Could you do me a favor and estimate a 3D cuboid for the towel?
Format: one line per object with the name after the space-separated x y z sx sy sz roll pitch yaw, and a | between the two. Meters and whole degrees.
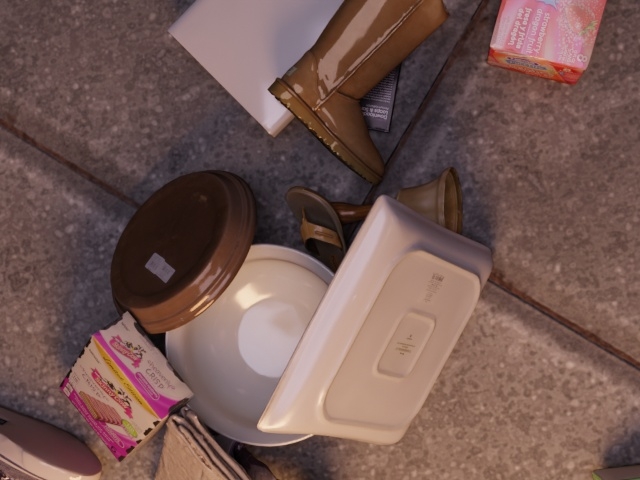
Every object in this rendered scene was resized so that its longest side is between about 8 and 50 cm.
-0.169 0.373 1.479 0.049 0.282 0.187 -31 68 -34 | towel

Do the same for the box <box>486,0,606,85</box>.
0.346 -0.392 1.442 0.142 0.154 0.300 15 92 8 | box

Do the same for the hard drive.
-0.028 -0.362 1.524 0.353 0.047 0.233 -45 82 3 | hard drive

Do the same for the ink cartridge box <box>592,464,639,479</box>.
0.488 0.435 1.450 0.154 0.093 0.212 -7 89 -2 | ink cartridge box

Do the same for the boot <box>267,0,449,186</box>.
0.090 -0.244 1.468 0.269 0.089 0.236 -46 114 2 | boot

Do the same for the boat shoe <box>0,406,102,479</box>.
-0.515 0.362 1.599 0.340 0.127 0.158 21 100 15 | boat shoe

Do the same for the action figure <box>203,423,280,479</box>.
-0.075 0.379 1.513 0.285 0.185 0.099 33 61 20 | action figure

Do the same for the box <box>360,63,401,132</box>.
0.063 -0.253 1.547 0.116 0.029 0.162 11 91 9 | box

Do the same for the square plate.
0.101 0.135 1.398 0.049 0.347 0.344 31 96 36 | square plate

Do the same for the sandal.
0.000 0.000 1.520 0.072 0.049 0.180 -11 110 38 | sandal

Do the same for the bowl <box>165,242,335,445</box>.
-0.073 0.150 1.517 0.298 0.134 0.298 0 91 9 | bowl

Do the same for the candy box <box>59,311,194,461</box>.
-0.296 0.225 1.509 0.159 0.233 0.071 50 53 5 | candy box

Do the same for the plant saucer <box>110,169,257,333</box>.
-0.214 0.007 1.494 0.278 0.041 0.278 -22 48 27 | plant saucer

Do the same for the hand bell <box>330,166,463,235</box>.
0.085 -0.044 1.524 0.242 0.126 0.126 -1 90 21 | hand bell
